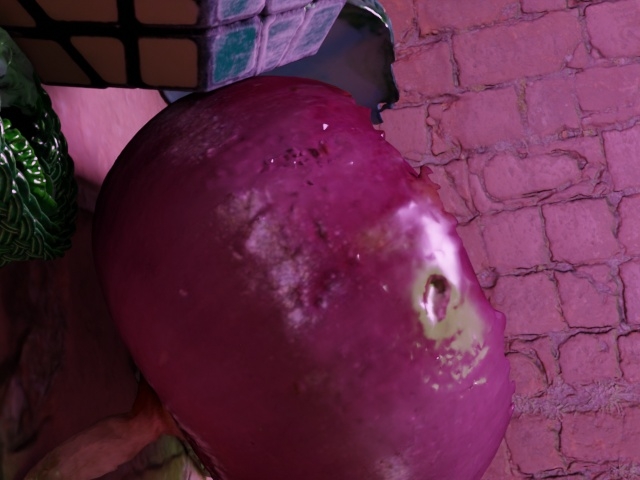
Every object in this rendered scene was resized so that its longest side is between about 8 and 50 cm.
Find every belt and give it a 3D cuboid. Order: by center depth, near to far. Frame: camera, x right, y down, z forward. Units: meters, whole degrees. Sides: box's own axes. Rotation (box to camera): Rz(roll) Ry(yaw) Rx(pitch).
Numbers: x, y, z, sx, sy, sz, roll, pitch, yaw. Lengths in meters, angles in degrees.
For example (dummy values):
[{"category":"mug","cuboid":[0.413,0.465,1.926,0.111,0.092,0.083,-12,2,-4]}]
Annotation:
[{"category":"belt","cuboid":[-0.200,-0.049,0.410,0.151,0.079,0.121,85,-6,-54]}]

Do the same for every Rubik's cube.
[{"category":"Rubik's cube","cuboid":[-0.104,-0.244,0.446,0.264,0.319,0.319,179,-98,-73]}]

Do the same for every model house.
[{"category":"model house","cuboid":[-0.046,-0.269,0.832,0.226,0.261,0.241,62,23,-61]}]

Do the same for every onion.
[{"category":"onion","cuboid":[-0.046,0.055,0.541,0.358,0.344,0.358,174,-90,-86]}]

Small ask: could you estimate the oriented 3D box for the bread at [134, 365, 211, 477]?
[{"category":"bread","cuboid":[-0.125,0.145,0.725,0.112,0.036,0.193,-87,165,-47]}]
